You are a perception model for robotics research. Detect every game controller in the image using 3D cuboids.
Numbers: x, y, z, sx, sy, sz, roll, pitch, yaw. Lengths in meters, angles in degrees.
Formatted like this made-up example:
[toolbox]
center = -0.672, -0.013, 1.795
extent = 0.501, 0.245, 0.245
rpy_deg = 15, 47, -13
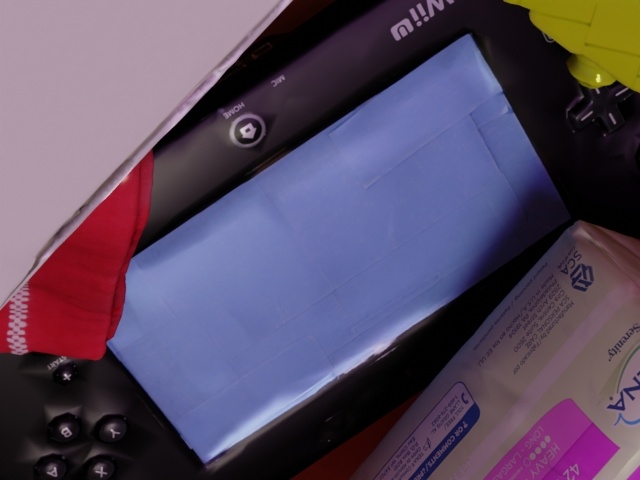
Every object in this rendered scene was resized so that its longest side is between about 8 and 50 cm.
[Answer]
[game controller]
center = 0.000, 0.000, 0.721
extent = 0.319, 0.067, 0.166
rpy_deg = -34, 134, 0

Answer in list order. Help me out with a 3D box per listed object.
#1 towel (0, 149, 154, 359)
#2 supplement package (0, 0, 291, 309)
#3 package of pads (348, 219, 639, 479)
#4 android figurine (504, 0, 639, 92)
[towel]
center = -0.190, 0.013, 0.553
extent = 0.275, 0.031, 0.199
rpy_deg = -5, 165, -13
[supplement package]
center = -0.070, -0.152, 0.381
extent = 0.262, 0.145, 0.204
rpy_deg = -46, 139, 5
[package of pads]
center = 0.141, 0.117, 0.824
extent = 0.296, 0.101, 0.229
rpy_deg = 10, 125, -49
[android figurine]
center = 0.149, -0.145, 0.595
extent = 0.248, 0.056, 0.273
rpy_deg = 11, 134, 2
